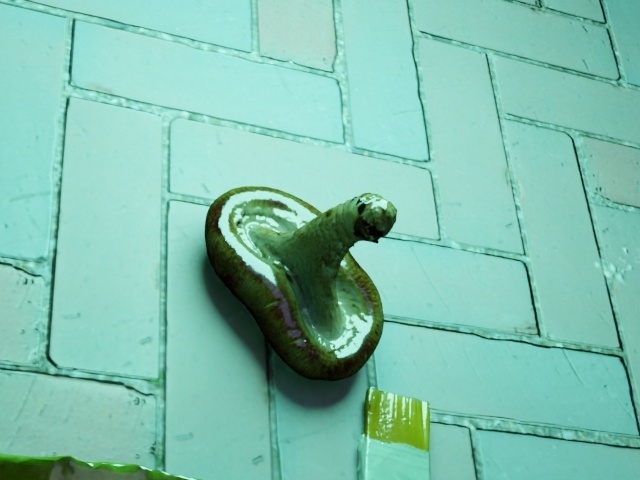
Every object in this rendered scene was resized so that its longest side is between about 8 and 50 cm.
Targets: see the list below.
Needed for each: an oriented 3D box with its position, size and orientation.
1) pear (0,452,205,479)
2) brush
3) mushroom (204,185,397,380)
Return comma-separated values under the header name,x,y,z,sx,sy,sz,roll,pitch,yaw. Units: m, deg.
name,x,y,z,sx,sy,sz,roll,pitch,yaw
pear,-0.165,0.270,0.738,0.398,0.399,0.165,14,59,-18
brush,0.069,0.295,1.076,0.085,0.020,0.337,16,53,-16
mushroom,0.000,0.000,1.116,0.227,0.217,0.148,46,51,9
